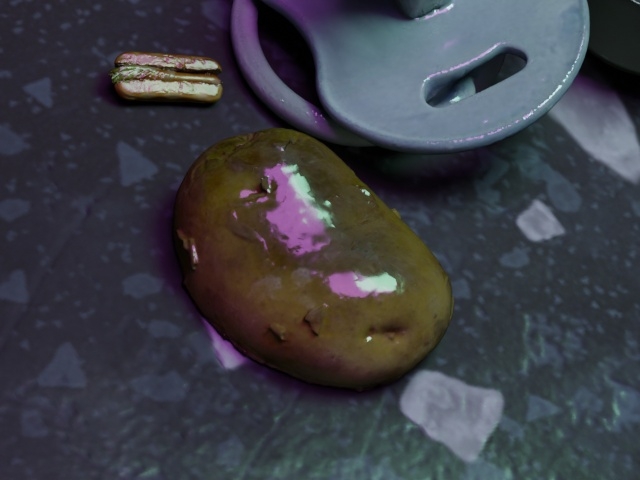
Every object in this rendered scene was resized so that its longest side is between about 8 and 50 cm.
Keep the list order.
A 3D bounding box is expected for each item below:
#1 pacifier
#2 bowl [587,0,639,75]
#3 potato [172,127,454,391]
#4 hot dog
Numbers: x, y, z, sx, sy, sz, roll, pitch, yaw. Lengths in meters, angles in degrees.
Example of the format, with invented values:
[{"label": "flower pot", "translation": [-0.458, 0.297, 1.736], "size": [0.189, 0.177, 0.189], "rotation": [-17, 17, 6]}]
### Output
[{"label": "pacifier", "translation": [0.049, -0.198, 1.370], "size": [0.238, 0.226, 0.287], "rotation": [-21, 58, -9]}, {"label": "bowl", "translation": [0.256, -0.201, 1.505], "size": [0.211, 0.112, 0.211], "rotation": [8, 50, -10]}, {"label": "potato", "translation": [0.000, 0.000, 1.283], "size": [0.200, 0.081, 0.164], "rotation": [42, 51, 15]}, {"label": "hot dog", "translation": [-0.107, -0.110, 1.377], "size": [0.083, 0.021, 0.037], "rotation": [4, 71, -18]}]
